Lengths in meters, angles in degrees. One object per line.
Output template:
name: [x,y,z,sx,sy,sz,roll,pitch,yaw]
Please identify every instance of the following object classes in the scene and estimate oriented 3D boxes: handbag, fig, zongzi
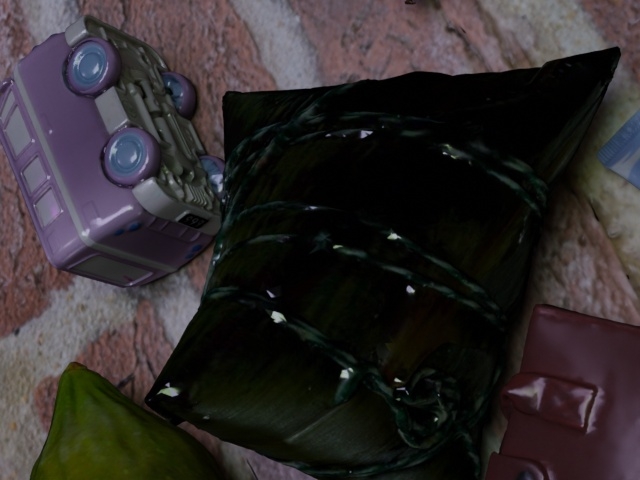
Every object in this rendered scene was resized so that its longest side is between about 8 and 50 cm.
handbag: [0.238,0.193,1.132,0.276,0.084,0.260,14,90,34]
fig: [-0.159,0.217,1.333,0.167,0.167,0.233,-62,34,6]
zongzi: [0.000,0.000,1.257,0.362,0.319,0.383,11,68,44]

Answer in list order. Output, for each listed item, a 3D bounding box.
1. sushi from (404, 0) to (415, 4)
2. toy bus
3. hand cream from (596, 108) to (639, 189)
sushi: [0.104,-0.294,1.310,0.097,0.103,0.226,18,92,17]
toy bus: [-0.179,-0.074,1.413,0.142,0.142,0.202,-35,64,21]
hand cream: [0.302,-0.010,1.151,0.091,0.058,0.271,-47,54,11]
